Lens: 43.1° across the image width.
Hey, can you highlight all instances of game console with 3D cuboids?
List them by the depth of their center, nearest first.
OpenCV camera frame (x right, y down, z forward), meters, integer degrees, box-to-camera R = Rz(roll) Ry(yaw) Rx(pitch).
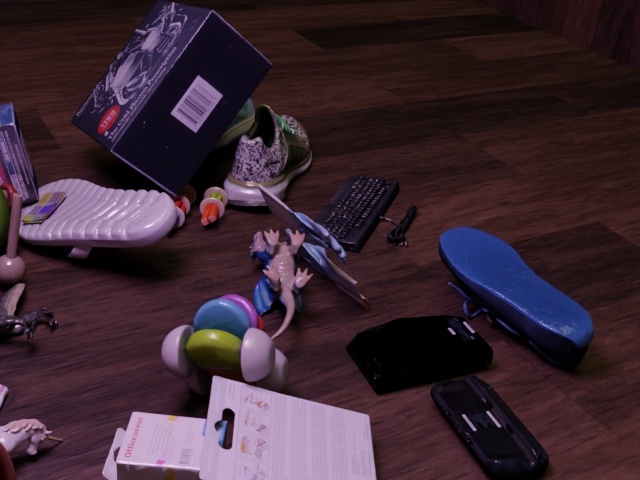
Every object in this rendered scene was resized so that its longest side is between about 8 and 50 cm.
[{"bbox_3d":[0.201,0.233,1.248,0.213,0.043,0.361,-9,33,-21],"label":"game console"}]

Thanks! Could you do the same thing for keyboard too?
[{"bbox_3d":[0.111,-0.061,1.739,0.202,0.033,0.317,15,33,14],"label":"keyboard"}]

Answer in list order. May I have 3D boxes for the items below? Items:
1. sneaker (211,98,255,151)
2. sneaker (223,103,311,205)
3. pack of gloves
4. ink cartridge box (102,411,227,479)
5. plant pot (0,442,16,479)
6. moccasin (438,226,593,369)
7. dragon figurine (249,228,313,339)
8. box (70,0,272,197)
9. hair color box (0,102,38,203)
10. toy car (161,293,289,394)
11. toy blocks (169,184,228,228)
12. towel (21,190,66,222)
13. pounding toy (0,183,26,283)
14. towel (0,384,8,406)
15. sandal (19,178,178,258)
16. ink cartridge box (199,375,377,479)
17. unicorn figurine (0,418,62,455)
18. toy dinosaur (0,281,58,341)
[{"bbox_3d":[-0.278,-0.312,1.901,0.127,0.208,0.319,-13,15,32],"label":"sneaker"},{"bbox_3d":[-0.105,-0.229,1.835,0.158,0.182,0.410,9,30,5],"label":"sneaker"},{"bbox_3d":[0.000,0.000,1.460,0.046,0.195,0.232,-40,47,-15],"label":"pack of gloves"},{"bbox_3d":[-0.198,0.287,1.039,0.143,0.089,0.092,6,30,0],"label":"ink cartridge box"},{"bbox_3d":[-0.520,0.282,0.851,0.265,0.272,0.272,13,31,27],"label":"plant pot"},{"bbox_3d":[0.319,0.105,1.419,0.138,0.116,0.342,-21,43,-18],"label":"moccasin"},{"bbox_3d":[-0.070,0.079,1.416,0.085,0.144,0.289,0,50,-13],"label":"dragon figurine"},{"bbox_3d":[-0.325,-0.310,1.711,0.179,0.343,0.312,37,-4,-35],"label":"box"},{"bbox_3d":[-0.727,-0.126,1.514,0.347,0.173,0.105,-15,36,-13],"label":"hair color box"},{"bbox_3d":[-0.131,0.149,1.182,0.159,0.182,0.136,1,64,15],"label":"toy car"},{"bbox_3d":[-0.259,-0.058,1.645,0.123,0.054,0.148,6,31,2],"label":"toy blocks"},{"bbox_3d":[-0.520,-0.063,1.522,0.060,0.009,0.083,0,43,31],"label":"towel"},{"bbox_3d":[-0.577,-0.035,1.458,0.237,0.182,0.110,22,15,33],"label":"pounding toy"},{"bbox_3d":[-0.556,0.238,1.121,0.197,0.029,0.144,7,31,1],"label":"towel"},{"bbox_3d":[-0.430,-0.023,1.513,0.416,0.102,0.169,8,46,37],"label":"sandal"},{"bbox_3d":[-0.042,0.283,1.060,0.232,0.066,0.189,13,30,-9],"label":"ink cartridge box"},{"bbox_3d":[-0.430,0.266,1.049,0.162,0.060,0.111,31,57,-11],"label":"unicorn figurine"},{"bbox_3d":[-0.495,0.128,1.291,0.118,0.064,0.268,3,27,9],"label":"toy dinosaur"}]
